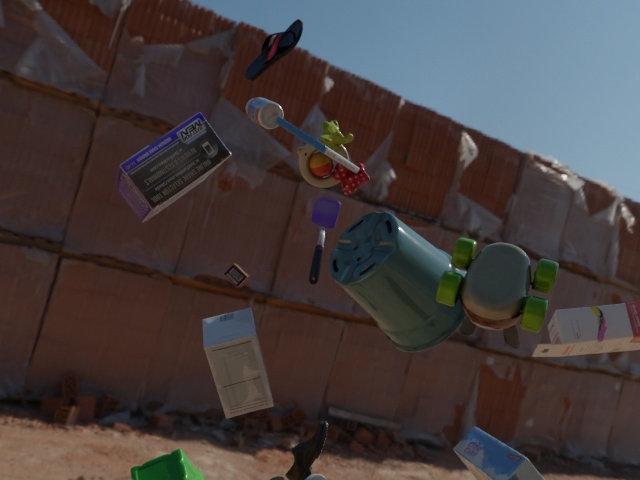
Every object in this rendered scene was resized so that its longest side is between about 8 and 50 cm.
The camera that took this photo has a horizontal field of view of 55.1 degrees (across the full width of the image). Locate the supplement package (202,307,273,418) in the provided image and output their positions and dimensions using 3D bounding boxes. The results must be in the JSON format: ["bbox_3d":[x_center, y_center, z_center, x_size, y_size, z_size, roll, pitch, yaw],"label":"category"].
[{"bbox_3d":[-0.220,0.328,1.638,0.139,0.244,0.134,-13,27,-6],"label":"supplement package"}]

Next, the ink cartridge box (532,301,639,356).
[{"bbox_3d":[0.492,0.167,1.132,0.198,0.067,0.115,-7,-24,9],"label":"ink cartridge box"}]

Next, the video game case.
[{"bbox_3d":[-0.002,-0.179,1.165,0.119,0.015,0.166,36,9,25],"label":"video game case"}]

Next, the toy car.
[{"bbox_3d":[0.273,0.110,0.974,0.155,0.149,0.188,16,-40,21],"label":"toy car"}]

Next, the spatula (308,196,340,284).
[{"bbox_3d":[0.000,0.000,1.896,0.084,0.297,0.030,16,-28,-9],"label":"spatula"}]

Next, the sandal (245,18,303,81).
[{"bbox_3d":[-0.110,-0.428,1.369,0.040,0.179,0.067,36,25,-41],"label":"sandal"}]

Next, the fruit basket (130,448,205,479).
[{"bbox_3d":[-0.458,0.902,1.893,0.282,0.392,0.392,-19,5,-15],"label":"fruit basket"}]

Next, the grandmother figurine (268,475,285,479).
[{"bbox_3d":[-0.026,0.727,1.429,0.104,0.342,0.208,-27,14,-26],"label":"grandmother figurine"}]

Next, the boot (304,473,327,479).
[{"bbox_3d":[-0.076,0.770,1.715,0.095,0.258,0.123,37,-22,-13],"label":"boot"}]

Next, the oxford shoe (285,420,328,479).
[{"bbox_3d":[-0.047,0.700,2.048,0.096,0.227,0.083,28,-15,6],"label":"oxford shoe"}]

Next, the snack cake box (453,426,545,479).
[{"bbox_3d":[0.440,0.561,1.460,0.152,0.089,0.264,50,-10,-5],"label":"snack cake box"}]

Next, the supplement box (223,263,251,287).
[{"bbox_3d":[-0.228,0.097,1.686,0.055,0.043,0.083,43,-3,5],"label":"supplement box"}]

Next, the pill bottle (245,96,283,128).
[{"bbox_3d":[-0.190,-0.422,2.012,0.087,0.087,0.160,20,9,-32],"label":"pill bottle"}]

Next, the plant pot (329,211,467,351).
[{"bbox_3d":[0.225,0.106,1.824,0.334,0.341,0.341,39,-17,-32],"label":"plant pot"}]

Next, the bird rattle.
[{"bbox_3d":[0.034,-0.254,1.983,0.206,0.254,0.143,-17,32,5],"label":"bird rattle"}]

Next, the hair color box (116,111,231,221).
[{"bbox_3d":[-0.316,-0.140,1.274,0.110,0.185,0.339,55,-18,-11],"label":"hair color box"}]
